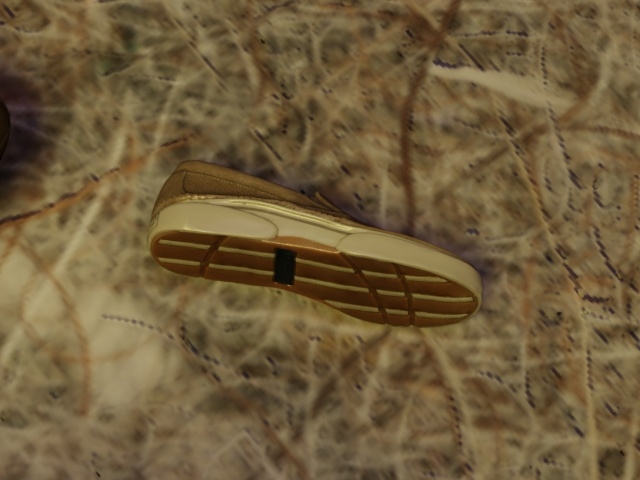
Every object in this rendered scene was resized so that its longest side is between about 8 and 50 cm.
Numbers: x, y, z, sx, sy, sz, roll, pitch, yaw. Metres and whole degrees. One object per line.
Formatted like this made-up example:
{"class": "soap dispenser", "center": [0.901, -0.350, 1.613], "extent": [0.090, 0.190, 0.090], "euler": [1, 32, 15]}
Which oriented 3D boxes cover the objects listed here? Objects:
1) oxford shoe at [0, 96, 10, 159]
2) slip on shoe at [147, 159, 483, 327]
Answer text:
{"class": "oxford shoe", "center": [-0.222, -0.075, 0.538], "extent": [0.227, 0.083, 0.096], "euler": [31, 43, 5]}
{"class": "slip on shoe", "center": [0.000, 0.000, 0.558], "extent": [0.135, 0.051, 0.041], "euler": [10, 55, 0]}
